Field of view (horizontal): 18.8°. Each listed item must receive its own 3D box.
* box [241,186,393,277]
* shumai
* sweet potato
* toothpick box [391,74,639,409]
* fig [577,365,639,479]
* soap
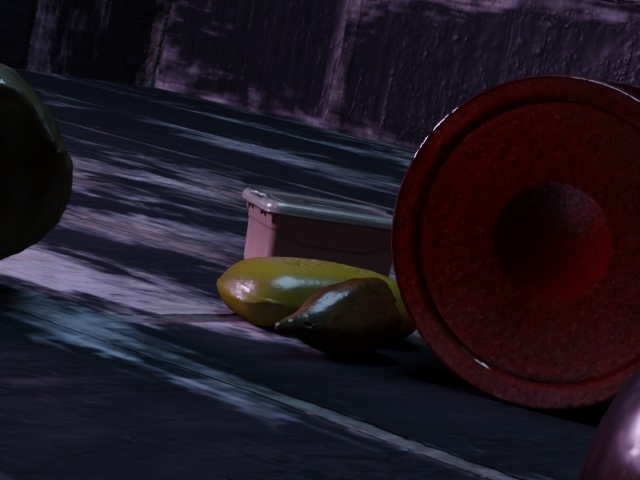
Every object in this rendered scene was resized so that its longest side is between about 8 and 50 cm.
[{"bbox_3d":[0.000,0.000,1.526,0.122,0.062,0.089,8,7,-19],"label":"box"},{"bbox_3d":[-0.252,-0.030,1.134,0.201,0.120,0.201,10,-38,8],"label":"shumai"},{"bbox_3d":[0.008,0.049,1.193,0.049,0.049,0.117,16,12,35],"label":"sweet potato"},{"bbox_3d":[0.197,-0.004,1.290,0.204,0.204,0.333,14,8,21],"label":"toothpick box"},{"bbox_3d":[0.187,0.091,0.532,0.235,0.214,0.235,-15,3,1],"label":"fig"},{"bbox_3d":[0.001,0.037,1.285,0.140,0.045,0.089,8,4,-26],"label":"soap"}]
